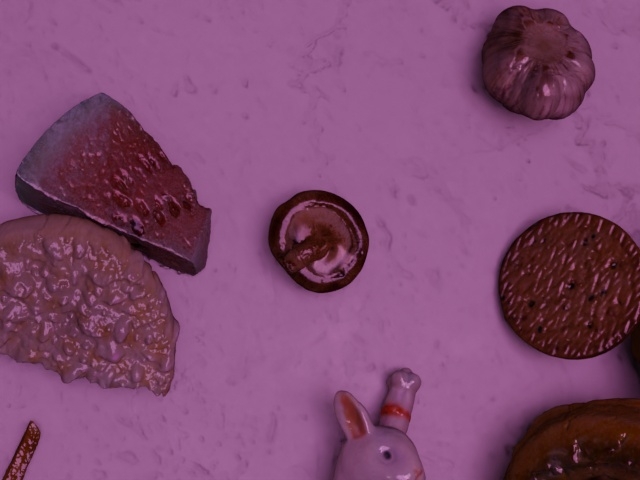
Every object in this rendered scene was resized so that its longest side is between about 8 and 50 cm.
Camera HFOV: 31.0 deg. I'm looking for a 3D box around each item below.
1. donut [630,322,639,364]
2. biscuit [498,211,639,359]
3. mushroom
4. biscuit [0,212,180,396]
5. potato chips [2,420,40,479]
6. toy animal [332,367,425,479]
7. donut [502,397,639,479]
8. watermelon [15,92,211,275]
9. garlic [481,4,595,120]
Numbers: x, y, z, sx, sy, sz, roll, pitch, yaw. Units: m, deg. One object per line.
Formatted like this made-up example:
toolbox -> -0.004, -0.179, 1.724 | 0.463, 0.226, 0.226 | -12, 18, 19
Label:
donut -> 0.570, 0.110, 1.446 | 0.360, 0.170, 0.360 | 0, 91, -8
biscuit -> 0.314, 0.057, 1.439 | 0.187, 0.027, 0.188 | -4, 78, 20
mushroom -> 0.000, 0.000, 1.391 | 0.127, 0.087, 0.127 | 0, 89, -10
biscuit -> -0.282, 0.063, 1.312 | 0.281, 0.084, 0.179 | 20, 103, -7
potato chips -> -0.365, 0.305, 1.319 | 0.026, 0.037, 0.204 | 25, 75, -19
toy animal -> 0.073, 0.289, 1.352 | 0.140, 0.138, 0.282 | 21, 84, -45
donut -> 0.343, 0.296, 1.371 | 0.261, 0.128, 0.208 | -10, 89, 23
watermelon -> -0.224, -0.050, 1.361 | 0.241, 0.094, 0.154 | 38, 69, -7
garlic -> 0.272, -0.220, 1.460 | 0.147, 0.102, 0.159 | -17, 65, -11
